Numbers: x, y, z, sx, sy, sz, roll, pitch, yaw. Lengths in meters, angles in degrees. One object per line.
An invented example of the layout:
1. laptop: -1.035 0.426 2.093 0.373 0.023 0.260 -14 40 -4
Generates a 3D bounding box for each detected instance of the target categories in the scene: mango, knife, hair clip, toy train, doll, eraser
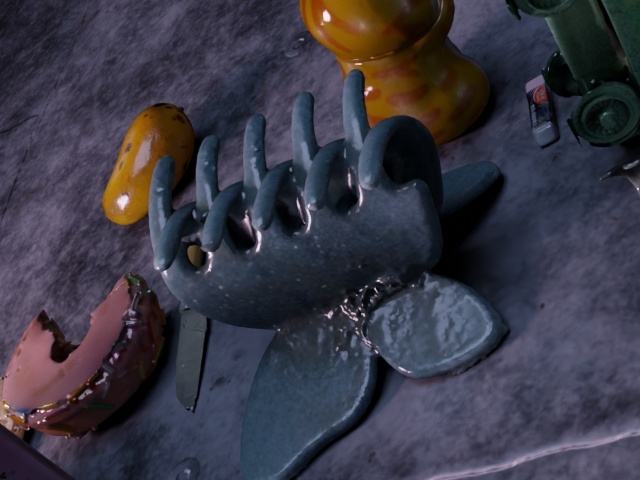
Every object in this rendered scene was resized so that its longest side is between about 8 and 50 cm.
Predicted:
1. mango: -0.230 -0.104 1.968 0.115 0.090 0.178 -11 49 54
2. knife: -0.151 0.089 1.738 0.047 0.017 0.297 -22 39 21
3. hair clip: 0.000 0.000 1.478 0.318 0.238 0.392 -22 39 28
4. toy train: 0.283 -0.225 1.363 0.202 0.301 0.120 -24 37 14
5. doll: 0.079 -0.221 1.628 0.162 0.269 0.167 -31 30 -10
6. eraser: 0.237 -0.140 1.563 0.027 0.019 0.099 -28 36 25

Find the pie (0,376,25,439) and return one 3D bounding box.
1. pie: -0.447 0.269 1.832 0.185 0.052 0.218 7 57 52

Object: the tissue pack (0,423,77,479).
1. tissue pack: -0.337 0.280 1.525 0.148 0.246 0.092 -49 33 -8

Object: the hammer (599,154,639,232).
1. hammer: 0.297 0.031 1.223 0.041 0.159 0.226 -23 52 33

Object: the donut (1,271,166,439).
1. donut: -0.285 0.151 1.755 0.233 0.085 0.199 -20 40 32
